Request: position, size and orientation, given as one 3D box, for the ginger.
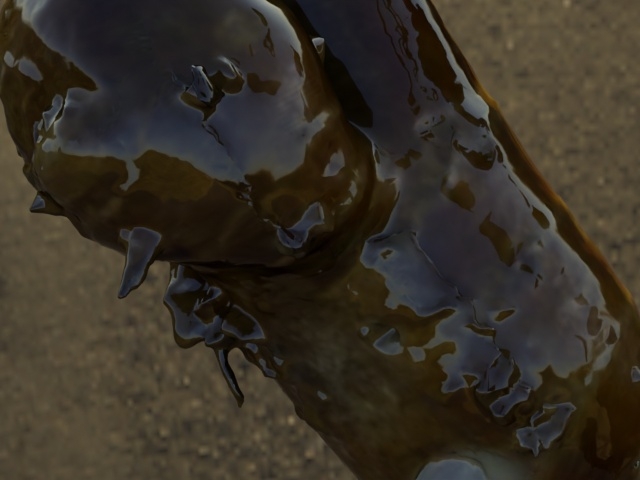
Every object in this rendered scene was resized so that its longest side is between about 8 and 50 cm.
[{"bbox_3d":[0.000,0.000,0.931,0.176,0.418,0.254,-24,14,46],"label":"ginger"}]
